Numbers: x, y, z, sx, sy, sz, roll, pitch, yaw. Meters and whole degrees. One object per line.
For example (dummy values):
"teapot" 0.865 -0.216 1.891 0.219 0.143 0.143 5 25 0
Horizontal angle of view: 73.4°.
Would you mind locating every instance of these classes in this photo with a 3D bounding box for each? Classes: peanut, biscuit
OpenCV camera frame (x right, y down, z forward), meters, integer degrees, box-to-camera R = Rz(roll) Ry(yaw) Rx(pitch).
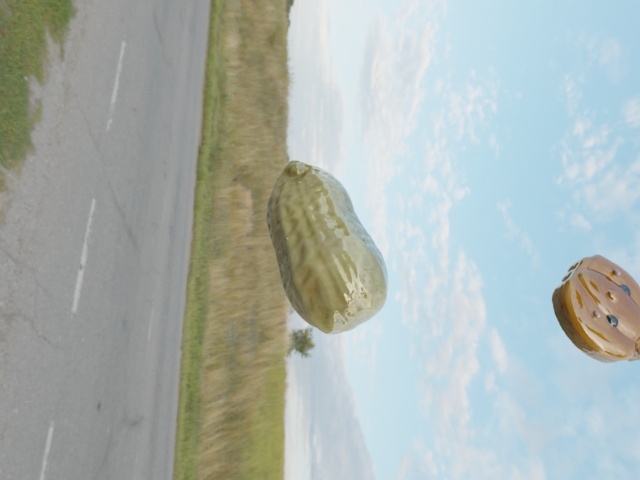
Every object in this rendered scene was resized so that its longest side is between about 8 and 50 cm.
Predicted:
"peanut" 0.000 0.000 0.647 0.152 0.152 0.313 100 -26 -46
"biscuit" 0.430 0.104 0.633 0.050 0.170 0.170 127 -34 -59
